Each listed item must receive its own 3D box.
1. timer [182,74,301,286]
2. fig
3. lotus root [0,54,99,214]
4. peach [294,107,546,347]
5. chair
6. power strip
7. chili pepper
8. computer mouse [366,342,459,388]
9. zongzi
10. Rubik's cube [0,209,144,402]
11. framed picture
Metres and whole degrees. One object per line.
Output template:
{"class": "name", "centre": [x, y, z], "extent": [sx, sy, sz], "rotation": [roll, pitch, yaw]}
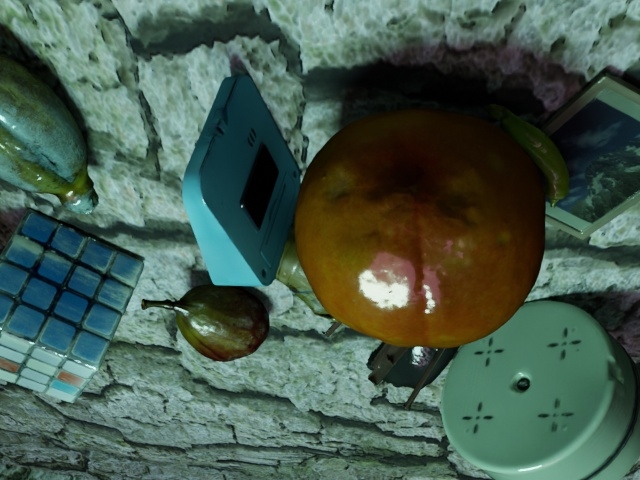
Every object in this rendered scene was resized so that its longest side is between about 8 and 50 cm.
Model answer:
{"class": "timer", "centre": [-0.124, -0.082, 1.090], "extent": [0.091, 0.231, 0.250], "rotation": [1, 142, 21]}
{"class": "fig", "centre": [-0.235, 0.150, 1.505], "extent": [0.170, 0.145, 0.274], "rotation": [-22, 147, 38]}
{"class": "lotus root", "centre": [-0.451, -0.162, 1.166], "extent": [0.158, 0.140, 0.322], "rotation": [-27, 141, 10]}
{"class": "peach", "centre": [0.129, -0.021, 1.018], "extent": [0.343, 0.342, 0.301], "rotation": [5, 167, 10]}
{"class": "chair", "centre": [0.190, 0.119, 1.376], "extent": [0.326, 0.183, 0.176], "rotation": [-49, 122, 2]}
{"class": "power strip", "centre": [0.388, 0.287, 1.358], "extent": [0.358, 0.357, 0.161], "rotation": [-20, 132, 37]}
{"class": "chili pepper", "centre": [0.299, -0.123, 1.041], "extent": [0.049, 0.043, 0.208], "rotation": [10, 149, 52]}
{"class": "computer mouse", "centre": [0.191, 0.258, 1.597], "extent": [0.147, 0.088, 0.264], "rotation": [19, 147, -6]}
{"class": "zongzi", "centre": [0.000, 0.000, 1.267], "extent": [0.289, 0.123, 0.260], "rotation": [36, 134, -24]}
{"class": "Rubik's cube", "centre": [-0.537, 0.138, 1.498], "extent": [0.259, 0.256, 0.253], "rotation": [26, 143, -16]}
{"class": "framed picture", "centre": [0.387, -0.109, 1.077], "extent": [0.209, 0.019, 0.281], "rotation": [22, 144, -13]}
